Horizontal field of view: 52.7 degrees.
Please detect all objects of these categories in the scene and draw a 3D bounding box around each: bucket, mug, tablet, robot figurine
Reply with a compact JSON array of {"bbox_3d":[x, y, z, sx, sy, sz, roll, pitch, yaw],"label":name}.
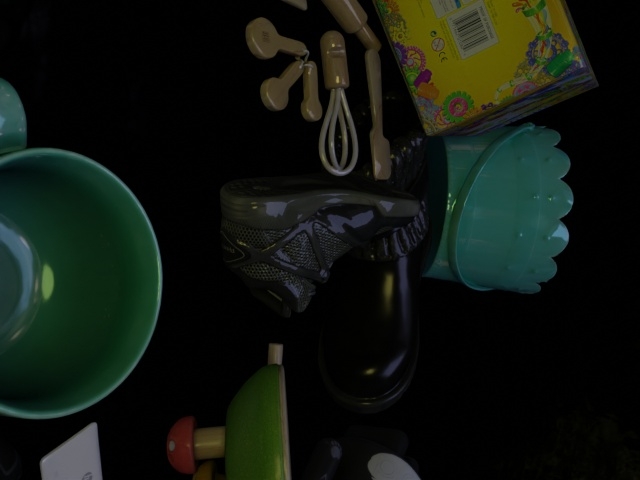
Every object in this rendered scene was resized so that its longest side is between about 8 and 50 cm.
[{"bbox_3d":[0.256,-0.053,1.032,0.281,0.183,0.280,-177,-90,-85],"label":"bucket"},{"bbox_3d":[-0.162,0.010,0.342,0.129,0.098,0.157,28,63,-51],"label":"mug"},{"bbox_3d":[-0.185,0.185,0.489,0.054,0.006,0.083,-33,130,-59],"label":"tablet"},{"bbox_3d":[0.036,0.378,0.859,0.173,0.209,0.278,-51,-178,45],"label":"robot figurine"}]

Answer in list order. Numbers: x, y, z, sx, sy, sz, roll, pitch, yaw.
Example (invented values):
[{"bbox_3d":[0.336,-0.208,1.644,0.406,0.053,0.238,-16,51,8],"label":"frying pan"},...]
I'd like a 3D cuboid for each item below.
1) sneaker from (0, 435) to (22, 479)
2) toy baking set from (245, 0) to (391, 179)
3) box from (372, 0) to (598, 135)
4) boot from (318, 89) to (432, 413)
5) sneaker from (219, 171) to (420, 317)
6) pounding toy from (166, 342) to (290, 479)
[{"bbox_3d":[-0.214,0.223,0.304,0.146,0.102,0.293,55,43,-64],"label":"sneaker"},{"bbox_3d":[0.005,-0.178,0.656,0.256,0.030,0.196,37,59,-43],"label":"toy baking set"},{"bbox_3d":[0.193,-0.293,0.788,0.279,0.177,0.289,-20,89,-63],"label":"box"},{"bbox_3d":[0.065,0.011,0.807,0.260,0.131,0.347,78,21,-53],"label":"boot"},{"bbox_3d":[0.000,0.000,0.663,0.228,0.087,0.130,-10,119,-36],"label":"sneaker"},{"bbox_3d":[-0.085,0.210,0.638,0.237,0.110,0.182,-138,-135,-84],"label":"pounding toy"}]
